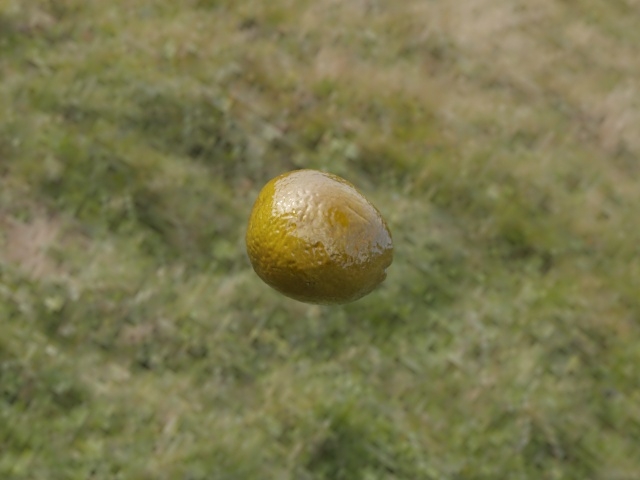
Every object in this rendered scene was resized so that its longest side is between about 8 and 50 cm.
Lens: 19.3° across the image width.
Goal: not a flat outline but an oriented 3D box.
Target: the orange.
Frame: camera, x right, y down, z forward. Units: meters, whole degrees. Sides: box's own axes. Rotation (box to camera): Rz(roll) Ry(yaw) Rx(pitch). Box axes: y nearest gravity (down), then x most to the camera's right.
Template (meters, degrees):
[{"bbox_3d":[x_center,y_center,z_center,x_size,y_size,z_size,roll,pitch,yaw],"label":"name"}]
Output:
[{"bbox_3d":[0.000,0.000,1.181,0.095,0.085,0.085,31,26,-14],"label":"orange"}]
